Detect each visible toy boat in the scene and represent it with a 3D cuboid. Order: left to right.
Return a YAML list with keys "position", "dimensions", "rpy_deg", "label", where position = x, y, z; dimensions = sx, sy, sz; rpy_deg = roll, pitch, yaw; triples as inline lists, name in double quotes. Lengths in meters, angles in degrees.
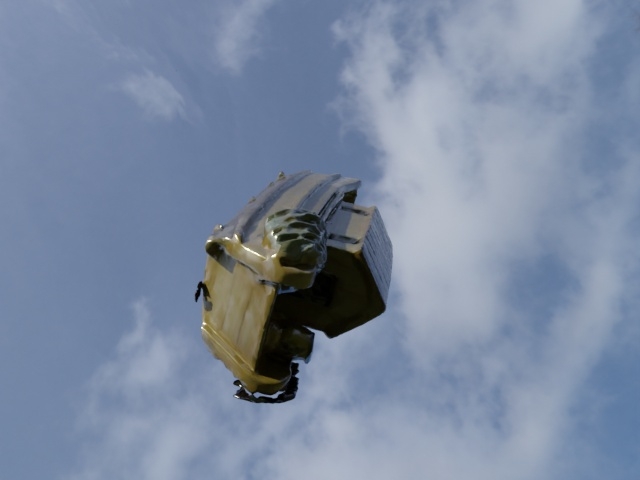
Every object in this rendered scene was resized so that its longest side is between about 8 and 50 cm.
- position: [0.000, 0.000, 0.613]
  dimensions: [0.162, 0.445, 0.136]
  rpy_deg: [14, -73, 3]
  label: "toy boat"
